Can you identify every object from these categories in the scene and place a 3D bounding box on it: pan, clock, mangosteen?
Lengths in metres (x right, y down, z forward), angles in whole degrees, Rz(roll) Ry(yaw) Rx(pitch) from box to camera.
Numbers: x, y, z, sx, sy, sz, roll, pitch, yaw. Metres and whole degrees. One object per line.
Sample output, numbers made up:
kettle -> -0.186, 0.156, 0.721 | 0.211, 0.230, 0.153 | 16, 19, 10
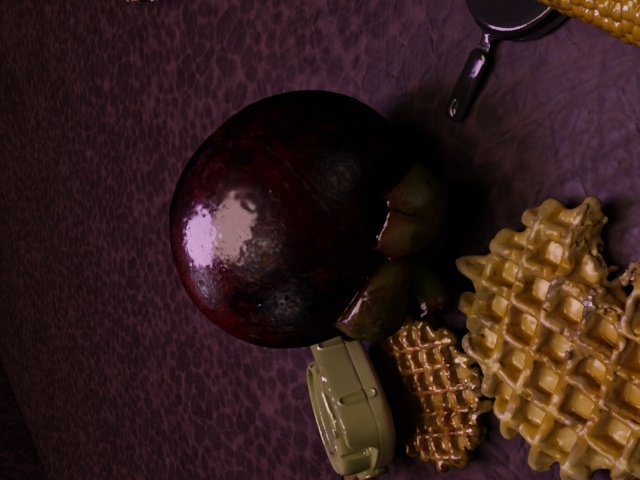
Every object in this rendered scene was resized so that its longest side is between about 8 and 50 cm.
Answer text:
pan -> 0.175, -0.221, 0.674 | 0.136, 0.028, 0.235 | 49, 131, 34
clock -> 0.033, 0.223, 0.861 | 0.232, 0.069, 0.170 | 88, 163, -47
mangosteen -> -0.014, -0.007, 0.748 | 0.300, 0.300, 0.300 | 12, 105, 52

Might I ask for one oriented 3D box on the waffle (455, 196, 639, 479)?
waffle -> 0.232, 0.093, 0.629 | 0.250, 0.056, 0.261 | -30, 74, 52

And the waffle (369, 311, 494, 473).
waffle -> 0.125, 0.175, 0.796 | 0.191, 0.038, 0.191 | 14, 108, 52

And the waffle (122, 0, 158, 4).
waffle -> -0.336, -0.566, 1.253 | 0.312, 0.060, 0.307 | -28, 80, 54

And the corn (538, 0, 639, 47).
corn -> 0.211, -0.233, 0.541 | 0.305, 0.106, 0.106 | 40, 126, 33
